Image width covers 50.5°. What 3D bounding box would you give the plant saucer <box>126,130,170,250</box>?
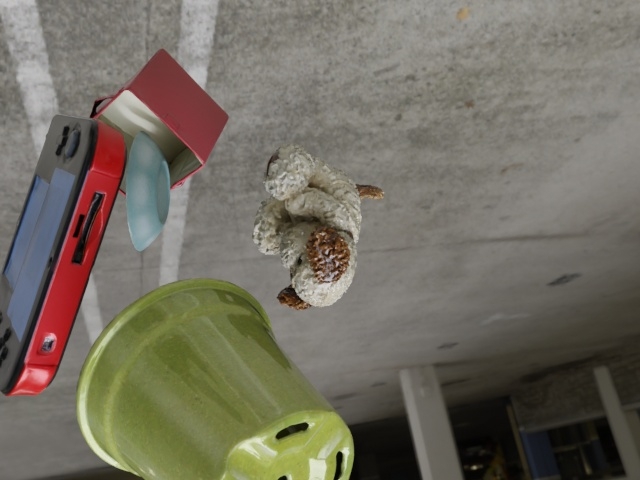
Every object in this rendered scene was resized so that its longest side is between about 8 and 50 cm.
[{"bbox_3d":[-0.271,-0.078,1.094,0.038,0.194,0.195,2,156,-1],"label":"plant saucer"}]

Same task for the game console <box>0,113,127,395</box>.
[{"bbox_3d":[-0.408,0.003,0.996,0.060,0.386,0.342,19,-179,-37],"label":"game console"}]

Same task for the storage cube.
[{"bbox_3d":[-0.318,-0.212,1.279,0.184,0.193,0.215,-32,115,28],"label":"storage cube"}]

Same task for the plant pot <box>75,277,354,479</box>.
[{"bbox_3d":[-0.105,0.216,0.789,0.276,0.275,0.254,12,-170,-41],"label":"plant pot"}]

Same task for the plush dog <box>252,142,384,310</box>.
[{"bbox_3d":[0.000,0.000,1.093,0.211,0.225,0.262,6,152,-10],"label":"plush dog"}]
